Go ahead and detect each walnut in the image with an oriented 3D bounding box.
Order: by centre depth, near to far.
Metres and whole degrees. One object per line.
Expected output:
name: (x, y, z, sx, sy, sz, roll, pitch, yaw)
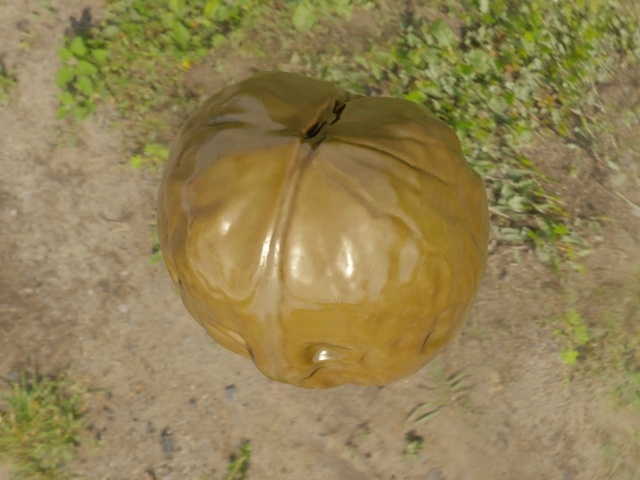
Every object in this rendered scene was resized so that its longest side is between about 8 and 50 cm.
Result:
walnut: (0.000, 0.000, 1.164, 0.354, 0.398, 0.307, 22, 69, 21)

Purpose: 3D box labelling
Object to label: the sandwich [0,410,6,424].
sandwich: (-0.573, 0.250, 1.510, 0.220, 0.108, 0.186, 12, 57, 6)
